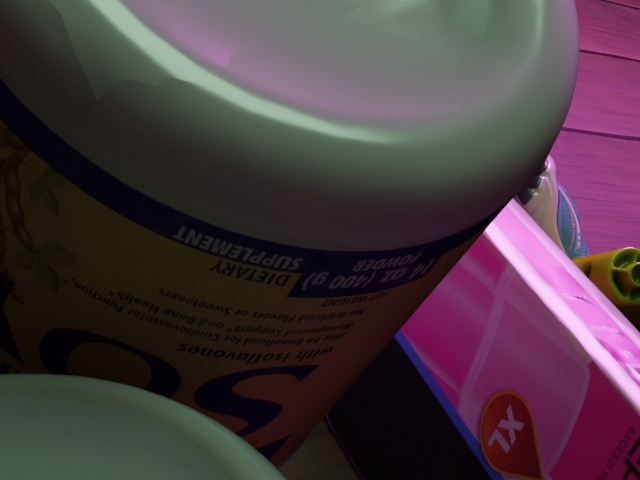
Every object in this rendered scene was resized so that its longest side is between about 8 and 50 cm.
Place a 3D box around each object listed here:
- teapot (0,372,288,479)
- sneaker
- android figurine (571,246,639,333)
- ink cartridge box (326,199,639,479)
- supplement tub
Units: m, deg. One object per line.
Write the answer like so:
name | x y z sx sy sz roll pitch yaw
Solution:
teapot | -0.091 0.181 0.407 0.253 0.187 0.256 16 45 27
sneaker | 0.176 -0.035 1.233 0.110 0.107 0.275 50 13 -18
android figurine | 0.292 0.053 1.029 0.248 0.056 0.273 16 -12 -21
ink cartridge box | 0.113 0.119 0.721 0.069 0.175 0.371 8 29 -34
supplement tub | -0.070 -0.024 0.580 0.241 0.331 0.241 14 51 -18
